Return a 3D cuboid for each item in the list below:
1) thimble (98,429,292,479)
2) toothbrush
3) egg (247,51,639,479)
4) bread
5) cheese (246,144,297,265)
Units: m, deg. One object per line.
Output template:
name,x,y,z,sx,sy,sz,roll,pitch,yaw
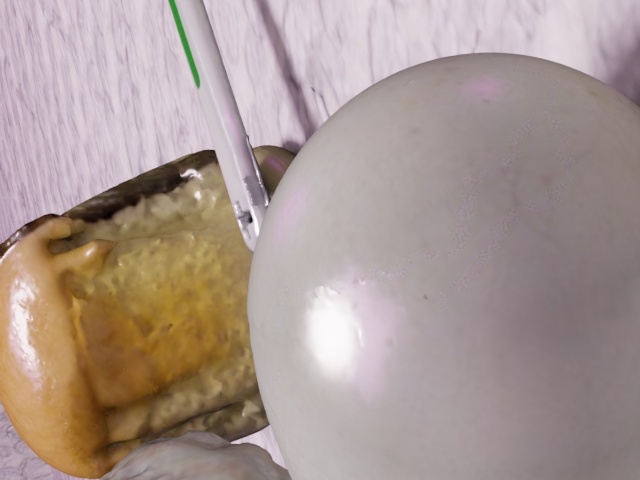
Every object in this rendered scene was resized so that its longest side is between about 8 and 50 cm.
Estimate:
thimble,-0.074,0.264,0.860,0.291,0.195,0.291,32,144,27
toothbrush,-0.084,-0.193,0.799,0.042,0.040,0.418,-37,69,66
egg,0.052,0.036,0.459,0.209,0.151,0.151,89,156,-45
bread,-0.133,0.078,0.974,0.262,0.204,0.163,93,156,-55
cheese,0.000,0.000,0.768,0.192,0.037,0.097,-160,54,-67
